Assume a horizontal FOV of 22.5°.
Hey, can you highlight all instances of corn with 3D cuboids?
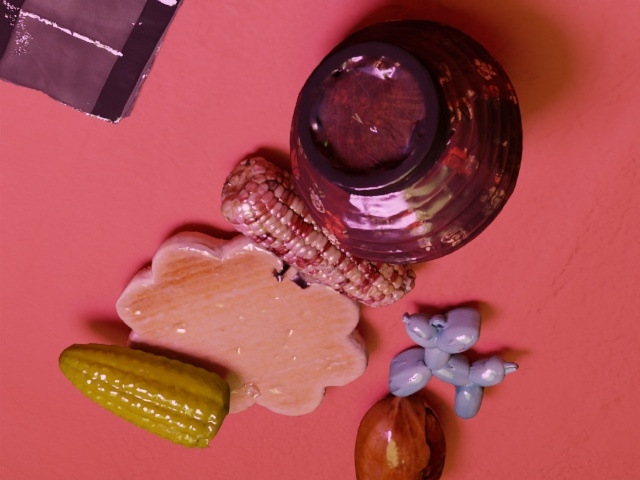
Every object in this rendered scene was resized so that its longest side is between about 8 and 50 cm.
[{"bbox_3d":[0.000,0.000,1.754,0.253,0.086,0.086,34,131,-27],"label":"corn"}]

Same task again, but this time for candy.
[{"bbox_3d":[-0.210,0.174,1.897,0.209,0.097,0.097,22,135,-3],"label":"candy"}]

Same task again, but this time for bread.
[{"bbox_3d":[-0.090,0.099,1.892,0.316,0.054,0.316,4,136,4],"label":"bread"}]

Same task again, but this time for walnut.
[{"bbox_3d":[0.099,0.264,2.004,0.115,0.116,0.207,2,129,7],"label":"walnut"}]

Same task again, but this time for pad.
[{"bbox_3d":[-0.237,-0.221,1.605,0.174,0.022,0.233,22,134,-14],"label":"pad"}]

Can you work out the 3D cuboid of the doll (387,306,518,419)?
[{"bbox_3d":[0.149,0.136,1.892,0.159,0.059,0.158,25,136,-16],"label":"doll"}]

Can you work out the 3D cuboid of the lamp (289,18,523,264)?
[{"bbox_3d":[0.082,-0.095,1.551,0.247,0.247,0.247,4,136,4],"label":"lamp"}]
